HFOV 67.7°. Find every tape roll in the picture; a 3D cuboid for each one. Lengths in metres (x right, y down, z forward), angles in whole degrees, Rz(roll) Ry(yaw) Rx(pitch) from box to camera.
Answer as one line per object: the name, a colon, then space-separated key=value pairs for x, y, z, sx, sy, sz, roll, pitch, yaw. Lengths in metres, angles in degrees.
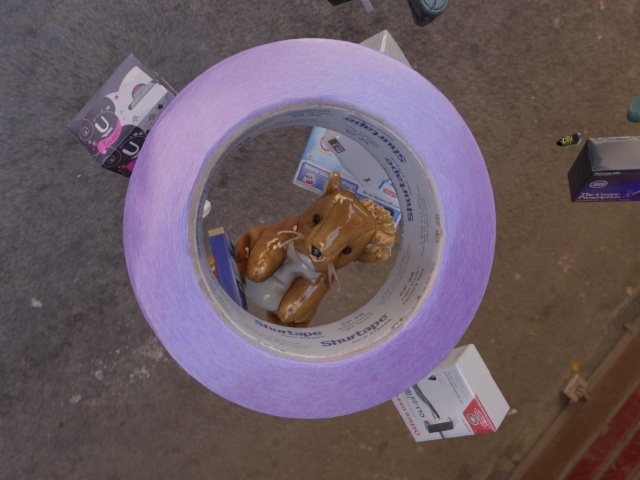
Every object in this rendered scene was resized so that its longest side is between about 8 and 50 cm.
tape roll: x=-0.006 y=-0.008 z=0.385 sx=0.274 sy=0.090 sz=0.275 roll=-1 pitch=95 yaw=-10

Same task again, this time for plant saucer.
plant saucer: x=0.891 y=-0.375 z=1.302 sx=0.021 sy=0.119 sz=0.119 roll=38 pitch=88 yaw=-18

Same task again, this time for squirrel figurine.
squirrel figurine: x=0.000 y=0.000 z=1.053 sx=0.281 sy=0.370 sz=0.397 roll=49 pitch=44 yaw=5

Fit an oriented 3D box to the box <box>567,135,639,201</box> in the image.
box: x=0.807 y=-0.181 z=1.233 sx=0.260 sy=0.184 sz=0.103 roll=-1 pitch=66 yaw=12

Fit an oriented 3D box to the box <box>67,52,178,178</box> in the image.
box: x=-0.475 y=-0.306 z=1.207 sx=0.247 sy=0.142 sz=0.163 roll=-46 pitch=74 yaw=6

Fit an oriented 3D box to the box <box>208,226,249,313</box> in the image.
box: x=-0.172 y=0.099 z=0.946 sx=0.036 sy=0.136 sz=0.226 roll=-16 pitch=76 yaw=-6

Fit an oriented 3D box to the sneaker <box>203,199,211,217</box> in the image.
sneaker: x=-0.480 y=-0.107 z=1.630 sx=0.228 sy=0.087 sz=0.092 roll=-21 pitch=125 yaw=-34

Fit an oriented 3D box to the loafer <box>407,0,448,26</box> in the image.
loafer: x=0.188 y=-0.590 z=1.014 sx=0.096 sy=0.084 sz=0.268 roll=-17 pitch=90 yaw=-16

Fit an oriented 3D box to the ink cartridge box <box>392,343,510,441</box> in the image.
ink cartridge box: x=0.335 y=0.423 z=1.307 sx=0.114 sy=0.272 sz=0.197 roll=-27 pitch=86 yaw=-45

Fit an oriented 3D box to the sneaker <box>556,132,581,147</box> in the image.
sneaker: x=0.707 y=-0.283 z=1.361 sx=0.035 sy=0.083 sz=0.031 roll=-4 pitch=81 yaw=-8

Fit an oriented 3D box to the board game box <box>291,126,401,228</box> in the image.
board game box: x=0.122 y=-0.231 z=1.238 sx=0.308 sy=0.086 sz=0.302 roll=24 pitch=111 yaw=1

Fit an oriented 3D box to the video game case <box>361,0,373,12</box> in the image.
video game case: x=0.083 y=-0.912 z=1.564 sx=0.025 sy=0.204 sz=0.286 roll=-27 pitch=77 yaw=17

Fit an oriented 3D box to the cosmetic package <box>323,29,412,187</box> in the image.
cosmetic package: x=0.087 y=-0.214 z=0.767 sx=0.117 sy=0.085 sz=0.231 roll=41 pitch=46 yaw=-37

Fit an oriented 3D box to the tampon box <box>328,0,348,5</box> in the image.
tampon box: x=0.011 y=-0.342 z=0.480 sx=0.161 sy=0.120 sz=0.102 roll=30 pitch=87 yaw=-34
